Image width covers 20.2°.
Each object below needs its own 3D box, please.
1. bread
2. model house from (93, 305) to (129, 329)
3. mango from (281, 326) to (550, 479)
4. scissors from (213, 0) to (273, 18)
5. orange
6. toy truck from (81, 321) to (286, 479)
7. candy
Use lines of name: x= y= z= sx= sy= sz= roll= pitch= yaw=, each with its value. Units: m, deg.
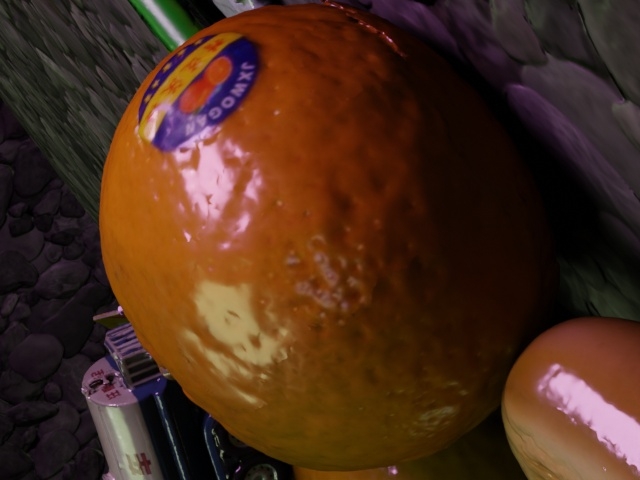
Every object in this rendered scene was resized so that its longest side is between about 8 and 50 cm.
bread: x=0.169 y=0.112 z=0.725 sx=0.217 sy=0.098 sz=0.147 roll=39 pitch=166 yaw=40
model house: x=-0.055 y=-0.003 z=1.315 sx=0.219 sy=0.207 sz=0.136 roll=49 pitch=-144 yaw=-79
mango: x=0.050 y=0.110 z=1.006 sx=0.365 sy=0.182 sz=0.253 roll=48 pitch=168 yaw=17
scissors: x=-0.096 y=-0.196 z=0.959 sx=0.383 sy=0.029 sz=0.256 roll=52 pitch=166 yaw=-30
orange: x=0.002 y=-0.001 z=0.818 sx=0.219 sy=0.193 sz=0.219 roll=34 pitch=178 yaw=1
toy truck: x=-0.066 y=0.134 z=0.955 sx=0.074 sy=0.088 sz=0.202 roll=37 pitch=146 yaw=60
candy: x=-0.065 y=-0.106 z=1.101 sx=0.178 sy=0.032 sz=0.102 roll=50 pitch=-174 yaw=11
